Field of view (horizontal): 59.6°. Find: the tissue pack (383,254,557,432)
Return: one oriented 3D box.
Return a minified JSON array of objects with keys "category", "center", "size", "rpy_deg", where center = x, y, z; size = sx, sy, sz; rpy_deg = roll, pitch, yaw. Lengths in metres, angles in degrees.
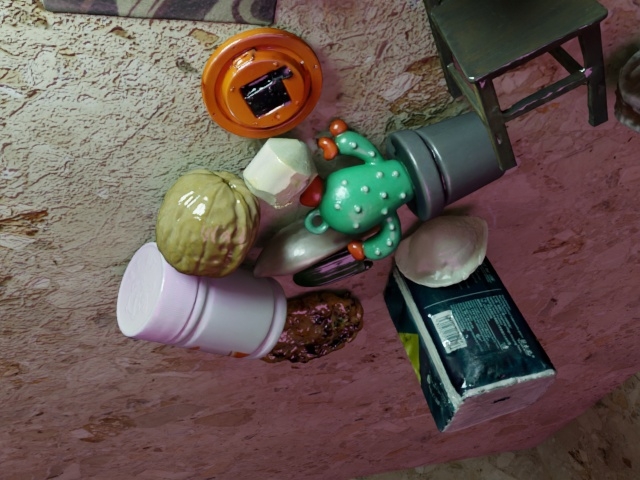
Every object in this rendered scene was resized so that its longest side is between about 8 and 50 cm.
[{"category":"tissue pack","center":[0.354,0.228,1.416],"size":[0.264,0.416,0.253],"rpy_deg":[-13,144,-12]}]

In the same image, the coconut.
[{"category":"coconut","center":[-0.066,-0.129,1.007],"size":[0.116,0.116,0.122],"rpy_deg":[22,120,-40]}]

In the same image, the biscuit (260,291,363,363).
[{"category":"biscuit","center":[-0.036,0.255,1.544],"size":[0.334,0.081,0.289],"rpy_deg":[-20,141,3]}]

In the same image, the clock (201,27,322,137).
[{"category":"clock","center":[-0.095,-0.255,0.932],"size":[0.205,0.051,0.205],"rpy_deg":[-11,142,-9]}]

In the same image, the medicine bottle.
[{"category":"medicine bottle","center":[-0.251,0.138,1.210],"size":[0.316,0.202,0.202],"rpy_deg":[23,125,-40]}]

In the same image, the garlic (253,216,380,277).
[{"category":"garlic","center":[0.000,-0.001,1.224],"size":[0.318,0.112,0.143],"rpy_deg":[-15,176,-13]}]

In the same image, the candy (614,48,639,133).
[{"category":"candy","center":[0.722,-0.309,1.087],"size":[0.290,0.214,0.157],"rpy_deg":[-25,143,2]}]

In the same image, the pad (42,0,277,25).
[{"category":"pad","center":[-0.206,-0.398,0.750],"size":[0.330,0.004,0.220],"rpy_deg":[-4,139,-19]}]

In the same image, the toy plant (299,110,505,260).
[{"category":"toy plant","center":[0.154,-0.107,1.094],"size":[0.400,0.185,0.279],"rpy_deg":[-23,134,-8]}]

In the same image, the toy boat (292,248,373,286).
[{"category":"toy boat","center":[0.033,0.068,1.372],"size":[0.210,0.052,0.104],"rpy_deg":[-21,144,3]}]

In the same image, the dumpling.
[{"category":"dumpling","center":[0.302,0.026,1.349],"size":[0.216,0.166,0.126],"rpy_deg":[-13,161,-12]}]

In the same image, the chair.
[{"category":"chair","center":[0.277,-0.344,0.835],"size":[0.203,0.240,0.416],"rpy_deg":[-25,142,10]}]

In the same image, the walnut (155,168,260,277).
[{"category":"walnut","center":[-0.210,-0.028,1.043],"size":[0.213,0.213,0.213],"rpy_deg":[-12,141,-10]}]
